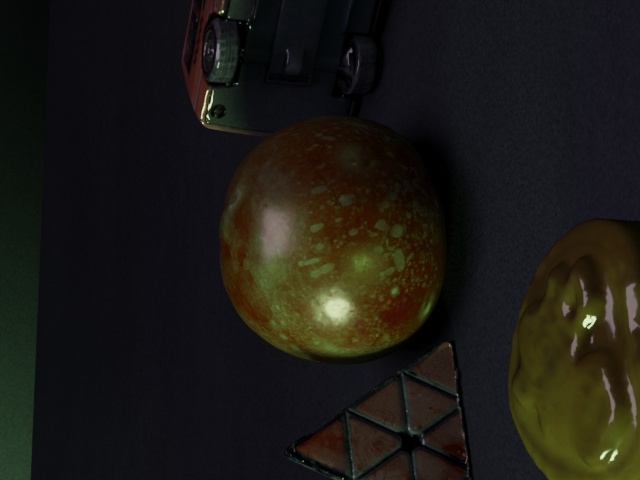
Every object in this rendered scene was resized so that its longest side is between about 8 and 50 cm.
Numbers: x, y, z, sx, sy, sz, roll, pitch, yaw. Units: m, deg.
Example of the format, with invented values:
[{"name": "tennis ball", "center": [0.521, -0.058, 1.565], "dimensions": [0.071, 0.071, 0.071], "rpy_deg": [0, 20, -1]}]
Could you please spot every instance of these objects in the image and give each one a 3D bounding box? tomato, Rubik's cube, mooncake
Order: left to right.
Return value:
[{"name": "tomato", "center": [0.000, 0.000, 1.786], "dimensions": [0.270, 0.223, 0.270], "rpy_deg": [-31, 55, 60]}, {"name": "Rubik's cube", "center": [0.089, 0.257, 1.749], "dimensions": [0.190, 0.211, 0.178], "rpy_deg": [56, 165, 19]}, {"name": "mooncake", "center": [0.237, 0.107, 1.384], "dimensions": [0.235, 0.117, 0.234], "rpy_deg": [-11, 78, 62]}]

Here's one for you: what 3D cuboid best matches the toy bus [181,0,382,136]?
[{"name": "toy bus", "center": [-0.030, -0.344, 1.934], "dimensions": [0.233, 0.203, 0.427], "rpy_deg": [-120, 38, -58]}]
